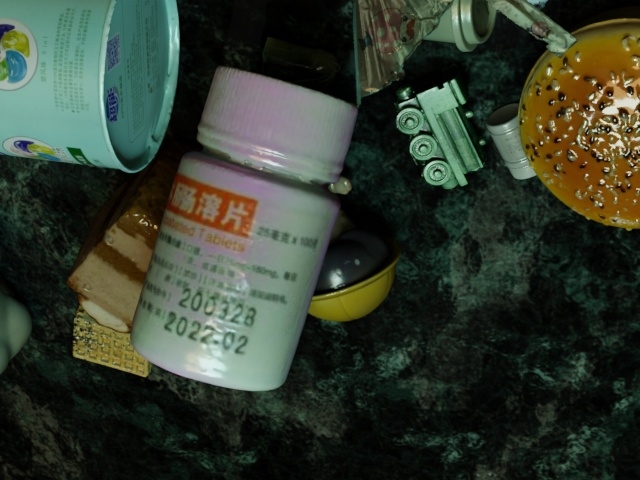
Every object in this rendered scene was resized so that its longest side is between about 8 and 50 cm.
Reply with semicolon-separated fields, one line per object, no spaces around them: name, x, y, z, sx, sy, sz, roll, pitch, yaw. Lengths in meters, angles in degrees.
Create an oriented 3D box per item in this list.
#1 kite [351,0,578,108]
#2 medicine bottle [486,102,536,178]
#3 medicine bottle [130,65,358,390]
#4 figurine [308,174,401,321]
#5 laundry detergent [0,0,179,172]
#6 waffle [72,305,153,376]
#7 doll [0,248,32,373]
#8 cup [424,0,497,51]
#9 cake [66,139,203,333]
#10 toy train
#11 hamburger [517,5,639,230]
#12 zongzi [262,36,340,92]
kite;0.156;-0.332;1.283;0.368;0.014;0.406;43;96;19
medicine bottle;0.271;-0.136;1.470;0.058;0.058;0.091;-19;118;26
medicine bottle;-0.095;-0.016;1.399;0.219;0.219;0.388;18;95;2
figurine;-0.001;0.002;1.584;0.257;0.192;0.167;53;157;5
laundry detergent;-0.375;-0.248;1.423;0.305;0.287;0.287;7;127;10
waffle;-0.362;0.177;1.882;0.148;0.042;0.102;16;128;4
doll;-0.615;0.090;1.784;0.226;0.215;0.370;18;132;23
cup;0.143;-0.303;1.359;0.141;0.120;0.120;10;128;25
cake;-0.249;0.016;1.645;0.196;0.198;0.293;35;131;-17
toy train;0.170;-0.151;1.483;0.111;0.071;0.170;-20;118;19
hamburger;0.398;-0.151;1.351;0.300;0.176;0.300;8;128;11
zongzi;-0.030;-0.220;1.499;0.109;0.055;0.119;13;139;4
